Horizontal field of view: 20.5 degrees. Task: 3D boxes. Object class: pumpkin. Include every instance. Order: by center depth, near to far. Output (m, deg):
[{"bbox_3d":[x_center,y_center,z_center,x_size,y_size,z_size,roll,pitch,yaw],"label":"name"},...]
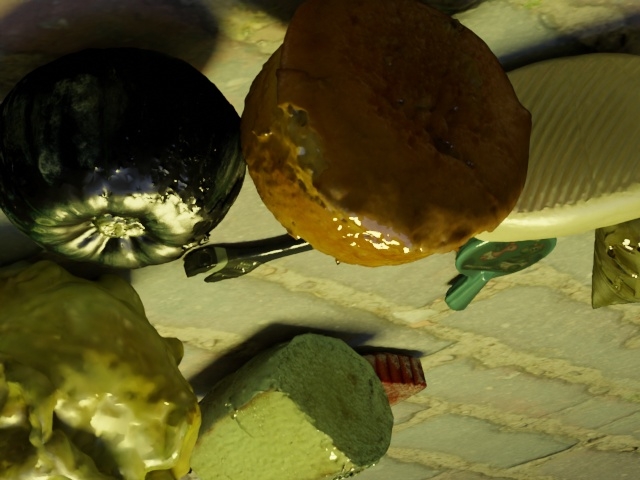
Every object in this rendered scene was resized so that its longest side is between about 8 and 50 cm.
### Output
[{"bbox_3d":[-0.177,-0.074,1.557,0.233,0.163,0.233,-3,156,-1],"label":"pumpkin"}]

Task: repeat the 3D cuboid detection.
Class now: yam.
[{"bbox_3d":[-0.050,0.250,2.363,0.271,0.202,0.201,-36,-176,36],"label":"yam"}]

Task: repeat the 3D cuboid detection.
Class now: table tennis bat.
[{"bbox_3d":[0.210,0.030,2.185,0.124,0.033,0.201,2,149,-27],"label":"table tennis bat"}]

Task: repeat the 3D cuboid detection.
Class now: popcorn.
[{"bbox_3d":[-0.286,0.184,1.922,0.312,0.312,0.312,-10,158,-4],"label":"popcorn"}]

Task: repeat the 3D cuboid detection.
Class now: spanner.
[{"bbox_3d":[0.000,0.000,2.019,0.315,0.024,0.087,-15,159,3],"label":"spanner"}]

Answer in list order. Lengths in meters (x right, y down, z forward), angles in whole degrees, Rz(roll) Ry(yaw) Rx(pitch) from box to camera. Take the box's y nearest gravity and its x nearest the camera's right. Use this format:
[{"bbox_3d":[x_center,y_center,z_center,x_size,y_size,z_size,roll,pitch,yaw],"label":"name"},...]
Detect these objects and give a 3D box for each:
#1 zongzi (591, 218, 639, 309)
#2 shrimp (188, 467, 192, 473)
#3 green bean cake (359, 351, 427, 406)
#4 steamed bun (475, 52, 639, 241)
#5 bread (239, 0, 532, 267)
[{"bbox_3d":[0.476,-0.027,1.988,0.356,0.174,0.393,-11,158,2],"label":"zongzi"},{"bbox_3d":[-0.197,0.310,2.611,0.145,0.059,0.254,-23,155,32],"label":"shrimp"},{"bbox_3d":[0.063,0.200,2.482,0.135,0.056,0.135,9,148,-42],"label":"green bean cake"},{"bbox_3d":[0.243,-0.084,1.752,0.238,0.170,0.152,-12,165,12],"label":"steamed bun"},{"bbox_3d":[0.058,-0.091,1.533,0.268,0.268,0.145,4,157,-34],"label":"bread"}]
